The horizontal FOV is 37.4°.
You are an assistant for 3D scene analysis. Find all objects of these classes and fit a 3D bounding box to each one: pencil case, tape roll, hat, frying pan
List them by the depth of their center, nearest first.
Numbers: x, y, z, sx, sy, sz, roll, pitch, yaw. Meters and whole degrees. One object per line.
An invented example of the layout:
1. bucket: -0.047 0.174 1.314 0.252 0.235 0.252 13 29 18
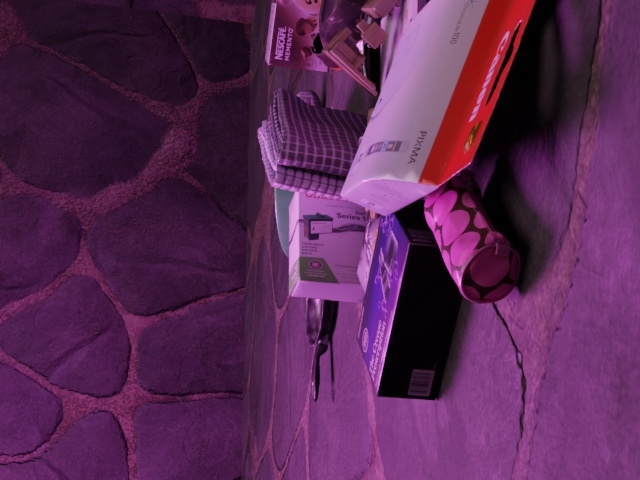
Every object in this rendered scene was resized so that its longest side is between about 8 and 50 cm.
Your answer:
1. pencil case: 0.198 -0.009 1.242 0.098 0.095 0.209 -57 25 22
2. hat: 0.070 -0.477 1.975 0.331 0.134 0.331 -176 90 -78
3. tape roll: -0.032 -0.117 2.172 0.321 0.077 0.321 1 -90 -79
4. frying pan: 0.004 0.195 2.215 0.326 0.053 0.197 -103 21 -52

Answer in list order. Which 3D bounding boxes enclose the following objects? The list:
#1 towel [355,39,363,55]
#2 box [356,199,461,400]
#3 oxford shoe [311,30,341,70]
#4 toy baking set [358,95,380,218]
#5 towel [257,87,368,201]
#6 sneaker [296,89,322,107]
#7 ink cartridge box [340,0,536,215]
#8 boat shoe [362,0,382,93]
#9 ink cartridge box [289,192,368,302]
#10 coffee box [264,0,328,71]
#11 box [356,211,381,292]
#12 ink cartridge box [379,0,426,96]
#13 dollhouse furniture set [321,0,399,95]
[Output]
1. towel: 0.112 -0.382 1.873 0.083 0.009 0.060 -19 106 49
2. box: 0.138 0.087 1.467 0.184 0.103 0.261 -104 22 -66
3. oxford shoe: 0.024 -0.473 2.274 0.271 0.098 0.097 162 112 -81
4. toy baking set: 0.094 -0.157 1.671 0.197 0.030 0.256 114 158 -60
5. towel: 0.008 -0.192 1.900 0.283 0.235 0.121 -105 26 -58
6. sneaker: -0.058 -0.272 2.605 0.129 0.111 0.297 -101 19 -72
7. ink cartridge box: 0.157 -0.211 1.281 0.385 0.091 0.308 145 149 -77
8. boat shoe: 0.116 -0.381 1.811 0.065 0.075 0.206 -58 -29 -65
9. ink cartridge box: 0.020 0.007 1.931 0.092 0.160 0.219 116 156 -58
10. coffee box: -0.048 -0.613 2.531 0.119 0.168 0.297 -114 32 -68
11. box: 0.124 0.025 1.670 0.231 0.056 0.183 -110 28 -66
12. ink cartridge box: 0.158 -0.309 1.641 0.239 0.060 0.275 133 141 -71
13. dollhouse furniture set: 0.108 -0.355 1.698 0.151 0.123 0.144 -49 16 4
